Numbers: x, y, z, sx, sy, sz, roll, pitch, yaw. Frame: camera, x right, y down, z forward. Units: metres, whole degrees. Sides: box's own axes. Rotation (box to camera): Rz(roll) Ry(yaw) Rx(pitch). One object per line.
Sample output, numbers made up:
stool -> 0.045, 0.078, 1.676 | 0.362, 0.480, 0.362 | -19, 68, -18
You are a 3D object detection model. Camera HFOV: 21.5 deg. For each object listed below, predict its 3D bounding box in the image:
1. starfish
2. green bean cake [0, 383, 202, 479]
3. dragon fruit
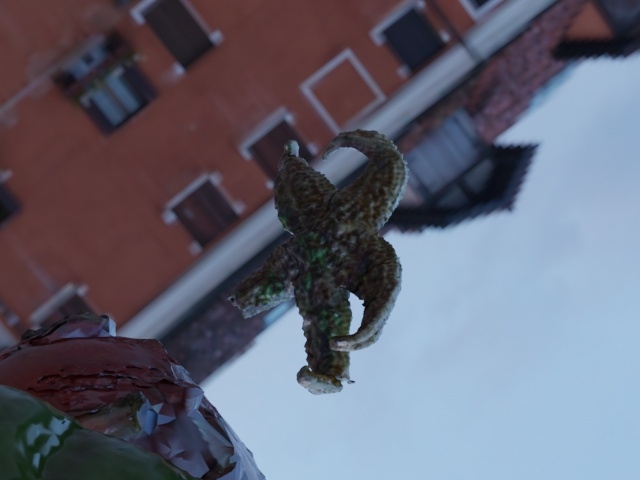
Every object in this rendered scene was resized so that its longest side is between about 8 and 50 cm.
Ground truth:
starfish -> 0.005, 0.006, 1.100 | 0.150, 0.053, 0.210 | -34, -136, 8
green bean cake -> -0.143, 0.164, 0.499 | 0.156, 0.249, 0.247 | -70, -174, -64
dragon fruit -> -0.185, 0.209, 1.195 | 0.301, 0.295, 0.295 | -40, -165, 0
